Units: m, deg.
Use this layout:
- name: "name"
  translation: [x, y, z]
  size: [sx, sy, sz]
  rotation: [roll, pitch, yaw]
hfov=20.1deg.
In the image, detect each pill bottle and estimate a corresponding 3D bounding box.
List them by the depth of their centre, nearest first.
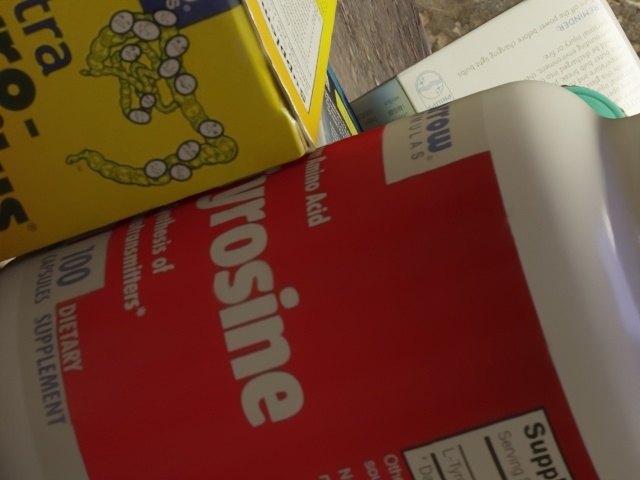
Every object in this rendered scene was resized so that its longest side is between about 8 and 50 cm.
- name: "pill bottle"
  translation: [0.050, 0.054, 0.932]
  size: [0.229, 0.407, 0.229]
  rotation: [-19, 90, -79]

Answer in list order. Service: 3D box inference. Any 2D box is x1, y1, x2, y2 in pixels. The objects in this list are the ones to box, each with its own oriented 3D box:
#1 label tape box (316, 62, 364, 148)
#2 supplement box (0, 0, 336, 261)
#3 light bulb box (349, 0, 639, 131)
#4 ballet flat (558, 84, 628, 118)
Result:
- name: "label tape box"
  translation: [0.000, 0.000, 1.529]
  size: [0.348, 0.115, 0.249]
  rotation: [-102, 167, -50]
- name: "supplement box"
  translation: [-0.116, -0.164, 1.039]
  size: [0.356, 0.195, 0.194]
  rotation: [-83, 151, -66]
- name: "light bulb box"
  translation: [0.199, -0.028, 1.772]
  size: [0.361, 0.225, 0.358]
  rotation: [60, -14, -4]
- name: "ballet flat"
  translation: [0.163, 0.126, 1.350]
  size: [0.182, 0.164, 0.483]
  rotation: [87, 7, -65]
